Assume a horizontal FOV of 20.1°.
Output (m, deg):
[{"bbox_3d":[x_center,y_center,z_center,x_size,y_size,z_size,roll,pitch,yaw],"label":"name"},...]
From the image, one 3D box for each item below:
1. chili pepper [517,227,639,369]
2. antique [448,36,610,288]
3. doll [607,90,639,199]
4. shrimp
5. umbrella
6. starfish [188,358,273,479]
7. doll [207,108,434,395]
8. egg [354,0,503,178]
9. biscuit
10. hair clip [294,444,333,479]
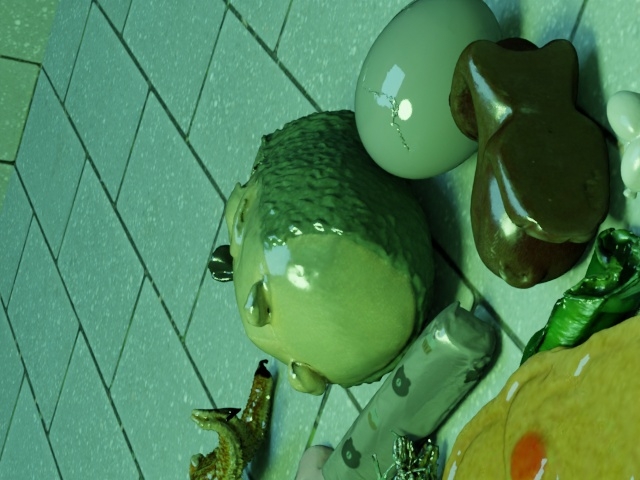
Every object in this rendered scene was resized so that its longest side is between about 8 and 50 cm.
[{"bbox_3d":[0.226,0.074,1.579,0.108,0.062,0.216,-51,-7,-44],"label":"chili pepper"},{"bbox_3d":[0.187,-0.079,1.668,0.143,0.121,0.257,114,150,-58],"label":"antique"},{"bbox_3d":[0.295,-0.105,1.493,0.160,0.059,0.161,-150,71,-66],"label":"doll"},{"bbox_3d":[0.076,0.279,1.805,0.076,0.082,0.174,-10,70,65],"label":"shrimp"},{"bbox_3d":[0.079,0.185,1.855,0.073,0.067,0.337,45,134,11],"label":"umbrella"},{"bbox_3d":[-0.138,0.307,2.195,0.312,0.113,0.303,-73,6,-49],"label":"starfish"},{"bbox_3d":[0.000,0.000,1.911,0.349,0.247,0.247,-87,20,-51],"label":"doll"},{"bbox_3d":[0.113,-0.158,1.826,0.146,0.146,0.198,17,89,67],"label":"egg"},{"bbox_3d":[0.223,0.235,1.433,0.455,0.078,0.349,-45,39,41],"label":"biscuit"},{"bbox_3d":[-0.034,0.353,2.055,0.146,0.075,0.257,-131,59,-67],"label":"hair clip"}]
